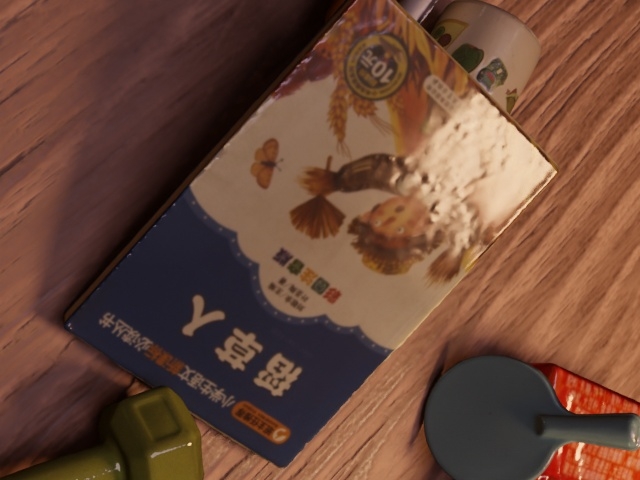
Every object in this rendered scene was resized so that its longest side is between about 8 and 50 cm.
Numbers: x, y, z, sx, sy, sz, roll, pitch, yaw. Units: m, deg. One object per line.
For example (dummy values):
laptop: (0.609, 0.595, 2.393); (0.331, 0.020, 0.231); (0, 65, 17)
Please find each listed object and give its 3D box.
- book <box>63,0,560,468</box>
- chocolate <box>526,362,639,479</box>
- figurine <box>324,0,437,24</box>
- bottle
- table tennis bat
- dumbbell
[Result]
book: (0.000, 0.000, 1.127); (0.300, 0.039, 0.428); (38, 97, -31)
chocolate: (0.285, 0.282, 1.405); (0.237, 0.108, 0.234); (25, 82, -35)
figurine: (0.033, -0.250, 1.157); (0.141, 0.166, 0.250); (35, 90, -9)
bottle: (0.128, -0.124, 1.234); (0.120, 0.120, 0.253); (38, 76, -32)
table tennis bat: (0.233, 0.205, 1.294); (0.040, 0.244, 0.152); (34, 59, -64)
dumbbell: (-0.252, 0.223, 1.031); (0.302, 0.121, 0.108); (-17, 146, -32)
